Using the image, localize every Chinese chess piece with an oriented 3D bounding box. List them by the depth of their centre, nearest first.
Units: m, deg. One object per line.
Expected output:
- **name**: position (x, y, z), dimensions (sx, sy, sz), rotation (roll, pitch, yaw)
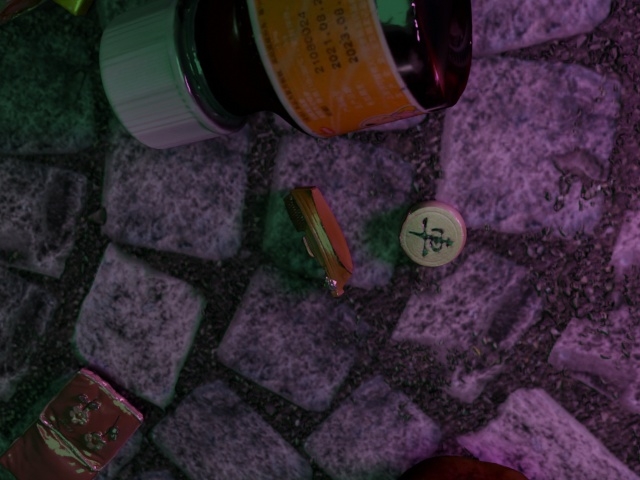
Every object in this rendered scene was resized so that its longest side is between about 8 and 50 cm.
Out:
- **Chinese chess piece**: position (0.138, -0.008, 1.041), dimensions (0.084, 0.034, 0.084), rotation (3, 104, 10)

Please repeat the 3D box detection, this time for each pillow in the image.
- **pillow**: position (-0.358, 0.288, 1.210), dimensions (0.126, 0.043, 0.232), rotation (43, 108, -1)

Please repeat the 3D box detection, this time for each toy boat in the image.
- **toy boat**: position (0.000, 0.000, 1.066), dimensions (0.049, 0.047, 0.149), rotation (-22, 96, 29)

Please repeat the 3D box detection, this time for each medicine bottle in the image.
- **medicine bottle**: position (-0.042, -0.227, 0.934), dimensions (0.395, 0.242, 0.242), rotation (-7, 102, 27)

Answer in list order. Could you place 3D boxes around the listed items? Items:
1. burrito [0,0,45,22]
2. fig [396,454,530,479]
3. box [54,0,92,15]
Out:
- **burrito**: position (-0.367, -0.377, 0.994), dimensions (0.087, 0.060, 0.225), rotation (-2, 104, 17)
- **fig**: position (0.167, 0.420, 1.088), dimensions (0.217, 0.217, 0.320), rotation (17, 134, 7)
- **box**: position (-0.290, -0.430, 1.022), dimensions (0.152, 0.043, 0.269), rotation (35, 108, 1)
